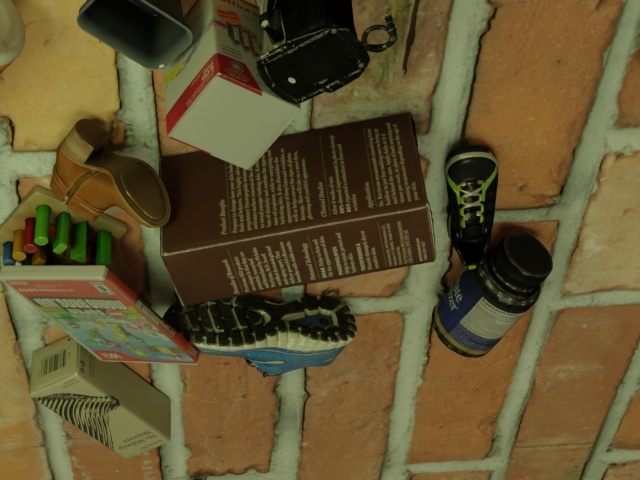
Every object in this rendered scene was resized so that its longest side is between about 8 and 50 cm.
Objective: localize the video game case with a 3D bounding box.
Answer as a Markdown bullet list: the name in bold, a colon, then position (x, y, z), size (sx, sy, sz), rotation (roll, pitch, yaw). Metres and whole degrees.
- **video game case**: position (-0.342, 0.120, 1.950), size (0.204, 0.025, 0.285), rotation (-1, 149, 29)

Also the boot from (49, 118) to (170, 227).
- **boot**: position (-0.303, -0.065, 1.775), size (0.073, 0.197, 0.152), rotation (-33, 168, -41)

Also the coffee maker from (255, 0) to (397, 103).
- **coffee maker**: position (0.002, -0.278, 1.538), size (0.171, 0.178, 0.120), rotation (-9, 141, 3)

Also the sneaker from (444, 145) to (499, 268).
- **sneaker**: position (0.239, -0.045, 1.910), size (0.084, 0.097, 0.235), rotation (-8, 140, 1)

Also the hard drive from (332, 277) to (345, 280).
- **hard drive**: position (0.000, 0.000, 1.963), size (0.254, 0.054, 0.172), rotation (-9, 140, 3)

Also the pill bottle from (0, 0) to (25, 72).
- **pill bottle**: position (-0.509, -0.214, 1.562), size (0.272, 0.152, 0.152), rotation (-35, 133, 30)

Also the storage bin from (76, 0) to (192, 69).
- **storage bin**: position (-0.235, -0.289, 1.559), size (0.135, 0.091, 0.098), rotation (29, 128, -34)

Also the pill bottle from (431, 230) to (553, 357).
- **pill bottle**: position (0.286, 0.088, 2.056), size (0.123, 0.123, 0.219), rotation (13, 136, -22)

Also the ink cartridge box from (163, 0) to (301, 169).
- **ink cartridge box**: position (-0.118, -0.210, 1.605), size (0.128, 0.176, 0.127), rotation (20, 131, -30)

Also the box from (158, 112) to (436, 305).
- **box**: position (-0.035, -0.044, 1.801), size (0.381, 0.191, 0.143), rotation (-9, 140, 3)

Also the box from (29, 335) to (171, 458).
- **box**: position (-0.387, 0.279, 2.208), size (0.113, 0.094, 0.275), rotation (-25, 136, 20)

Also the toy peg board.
- **toy peg board**: position (-0.407, 0.018, 1.907), size (0.161, 0.079, 0.160), rotation (25, 130, -32)

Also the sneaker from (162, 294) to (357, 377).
- **sneaker**: position (-0.110, 0.174, 2.097), size (0.330, 0.130, 0.147), rotation (6, 136, -15)
